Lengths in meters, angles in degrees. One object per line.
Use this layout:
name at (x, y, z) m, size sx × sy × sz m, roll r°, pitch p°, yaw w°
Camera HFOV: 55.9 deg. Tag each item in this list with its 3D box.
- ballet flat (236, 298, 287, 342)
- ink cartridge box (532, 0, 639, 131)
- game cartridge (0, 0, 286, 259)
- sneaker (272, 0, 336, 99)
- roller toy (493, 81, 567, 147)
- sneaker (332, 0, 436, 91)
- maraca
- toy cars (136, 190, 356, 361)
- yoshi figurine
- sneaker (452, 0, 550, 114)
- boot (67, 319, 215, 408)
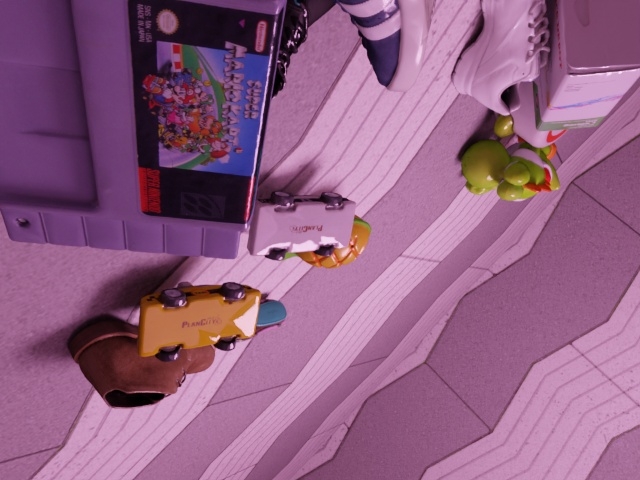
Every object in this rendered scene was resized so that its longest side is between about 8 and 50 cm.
ballet flat at (-0.149, 0.152, 1.103) m, size 0.079 × 0.076 × 0.222 m, roll -33°, pitch 165°, yaw 28°
ink cartridge box at (0.430, -0.320, 0.997) m, size 0.117 × 0.201 × 0.278 m, roll -2°, pitch 173°, yaw 10°
game cartridge at (-0.156, -0.111, 0.475) m, size 0.230 × 0.068 × 0.355 m, roll 8°, pitch 140°, yaw -7°
sneaker at (-0.060, -0.190, 0.601) m, size 0.267 × 0.106 × 0.101 m, roll -41°, pitch 156°, yaw -11°
roller toy at (0.476, -0.299, 1.259) m, size 0.191 × 0.146 × 0.209 m, roll -28°, pitch 152°, yaw -35°
sneaker at (0.033, -0.255, 0.535) m, size 0.350 × 0.148 × 0.131 m, roll 70°, pitch 33°, yaw -71°
maraca at (0.000, 0.000, 1.051) m, size 0.186 × 0.099 × 0.127 m, roll -7°, pitch 148°, yaw -19°
toy cars at (-0.115, 0.037, 0.915) m, size 0.394 × 0.087 × 0.176 m, roll -43°, pitch 132°, yaw -15°
yoshi figurine at (0.438, -0.189, 1.426) m, size 0.203 × 0.203 × 0.362 m, roll -10°, pitch -170°, yaw 27°
sneaker at (0.316, -0.331, 0.958) m, size 0.111 × 0.129 × 0.297 m, roll -30°, pitch 153°, yaw -23°
boot at (-0.249, 0.203, 0.934) m, size 0.112 × 0.115 × 0.305 m, roll -40°, pitch 158°, yaw 11°
